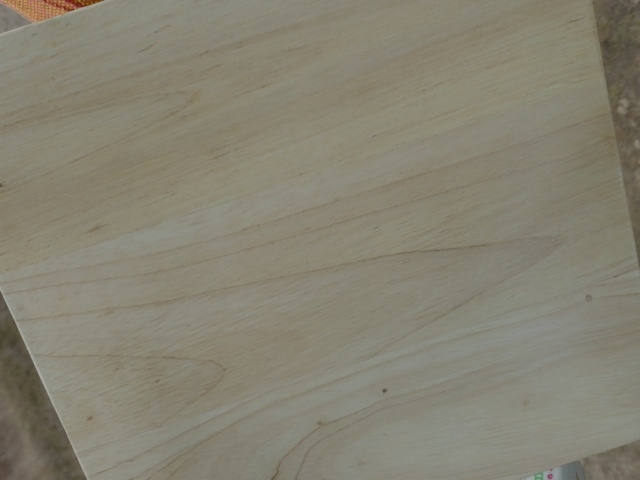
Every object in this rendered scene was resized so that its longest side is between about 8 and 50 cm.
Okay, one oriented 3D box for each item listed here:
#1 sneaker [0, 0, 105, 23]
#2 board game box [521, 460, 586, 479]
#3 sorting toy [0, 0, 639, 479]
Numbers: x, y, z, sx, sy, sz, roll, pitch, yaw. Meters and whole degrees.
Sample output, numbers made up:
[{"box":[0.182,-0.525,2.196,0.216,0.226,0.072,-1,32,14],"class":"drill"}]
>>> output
[{"box":[-0.118,-0.113,0.362,0.175,0.064,0.067,18,130,-4],"class":"sneaker"},{"box":[0.099,0.298,0.797,0.303,0.224,0.097,-17,113,23],"class":"board game box"},{"box":[0.000,0.000,0.381,0.089,0.257,0.255,-111,4,-71],"class":"sorting toy"}]
